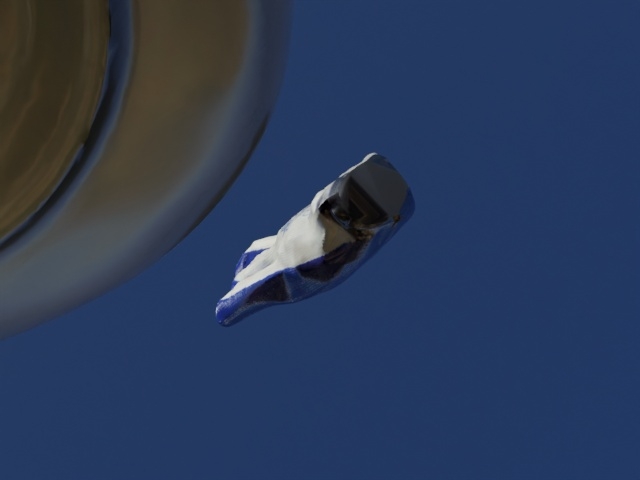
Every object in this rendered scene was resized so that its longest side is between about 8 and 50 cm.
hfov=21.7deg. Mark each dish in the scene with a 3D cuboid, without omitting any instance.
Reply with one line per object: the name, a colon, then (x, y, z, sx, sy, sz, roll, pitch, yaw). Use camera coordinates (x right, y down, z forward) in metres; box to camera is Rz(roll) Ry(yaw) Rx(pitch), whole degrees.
dish: (-0.119, -0.068, 0.391, 0.256, 0.117, 0.256, -6, -62, -12)

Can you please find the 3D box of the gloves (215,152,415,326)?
gloves: (0.000, 0.000, 0.535, 0.026, 0.086, 0.064, 51, -134, -3)
